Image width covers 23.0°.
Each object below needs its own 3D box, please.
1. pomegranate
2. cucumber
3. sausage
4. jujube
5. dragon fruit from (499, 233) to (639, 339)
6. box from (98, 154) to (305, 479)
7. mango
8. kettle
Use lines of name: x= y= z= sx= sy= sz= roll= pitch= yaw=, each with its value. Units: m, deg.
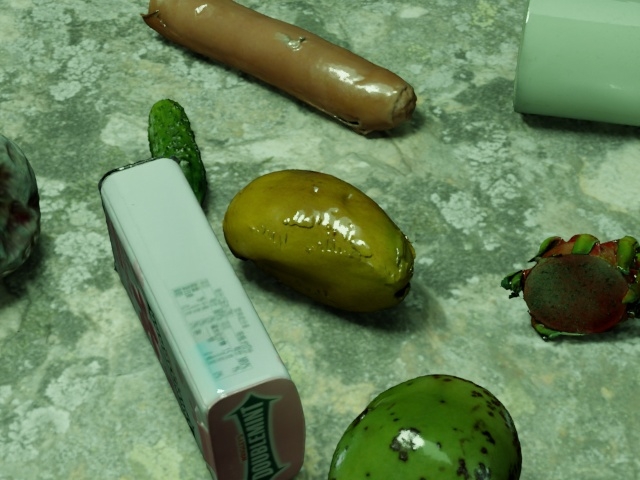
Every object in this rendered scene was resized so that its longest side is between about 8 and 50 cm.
pomegranate: x=0.130 y=0.257 z=1.578 sx=0.248 sy=0.214 sz=0.214 roll=41 pitch=54 yaw=-7
cucumber: x=-0.187 y=-0.112 z=2.008 sx=0.069 sy=0.069 sz=0.227 roll=-11 pitch=44 yaw=-7
sausage: x=-0.058 y=-0.248 z=2.106 sx=0.419 sy=0.094 sz=0.094 roll=27 pitch=93 yaw=24
jujube: x=-0.481 y=-0.069 z=1.876 sx=0.317 sy=0.226 sz=0.226 roll=21 pitch=51 yaw=27
dragon fruit: x=0.309 y=0.051 z=1.809 sx=0.142 sy=0.138 sz=0.175 roll=48 pitch=41 yaw=11
box: x=-0.135 y=0.086 z=1.736 sx=0.112 sy=0.190 sz=0.370 roll=-17 pitch=50 yaw=-14
mango: x=0.000 y=0.000 z=1.832 sx=0.248 sy=0.151 sz=0.156 roll=27 pitch=20 yaw=29
kettle: x=0.420 y=-0.241 z=2.036 sx=0.318 sy=0.265 sz=0.205 roll=7 pitch=79 yaw=10
